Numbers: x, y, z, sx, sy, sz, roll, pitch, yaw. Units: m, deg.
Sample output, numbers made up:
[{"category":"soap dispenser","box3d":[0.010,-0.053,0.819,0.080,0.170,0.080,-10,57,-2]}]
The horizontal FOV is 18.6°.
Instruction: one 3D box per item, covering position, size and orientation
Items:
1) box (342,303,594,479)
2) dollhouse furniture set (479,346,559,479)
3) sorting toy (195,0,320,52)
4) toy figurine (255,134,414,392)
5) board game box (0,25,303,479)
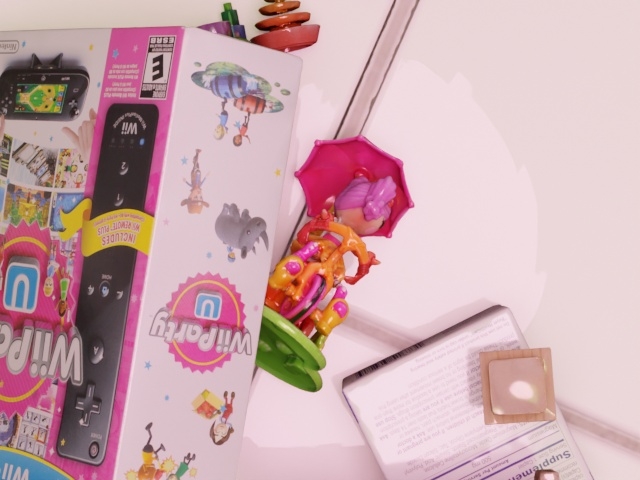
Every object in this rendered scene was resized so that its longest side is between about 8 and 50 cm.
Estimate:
[{"category":"box","box3d":[0.099,0.130,1.321,0.126,0.072,0.137,-26,90,0]},{"category":"dollhouse furniture set","box3d":[0.007,0.255,1.277,0.303,0.174,0.355,-2,85,4]},{"category":"sorting toy","box3d":[-0.052,-0.144,1.322,0.102,0.061,0.042,-12,90,-24]},{"category":"toy figurine","box3d":[0.000,0.000,1.285,0.130,0.173,0.159,40,76,-14]},{"category":"board game box","box3d":[-0.139,0.023,1.234,0.097,0.224,0.303,10,87,-41]}]
